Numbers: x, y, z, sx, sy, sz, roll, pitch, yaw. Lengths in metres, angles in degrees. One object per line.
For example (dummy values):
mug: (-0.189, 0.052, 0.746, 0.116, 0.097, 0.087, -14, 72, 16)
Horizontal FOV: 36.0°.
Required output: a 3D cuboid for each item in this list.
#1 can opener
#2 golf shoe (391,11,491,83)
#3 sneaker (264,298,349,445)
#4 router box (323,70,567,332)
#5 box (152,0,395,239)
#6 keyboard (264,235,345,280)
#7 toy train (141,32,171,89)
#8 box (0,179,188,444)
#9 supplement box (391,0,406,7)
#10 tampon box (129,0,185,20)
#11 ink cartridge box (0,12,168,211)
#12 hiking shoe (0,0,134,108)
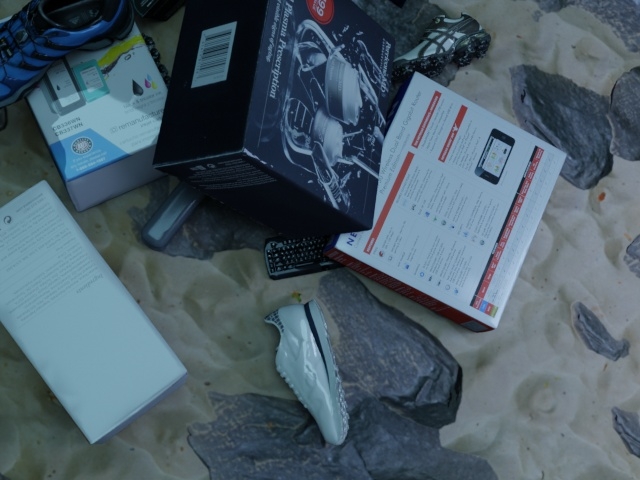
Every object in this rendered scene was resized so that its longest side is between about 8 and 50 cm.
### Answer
can opener: (-0.180, -0.091, 1.599, 0.093, 0.074, 0.280, 41, 76, 1)
golf shoe: (0.195, -0.337, 1.713, 0.198, 0.077, 0.094, -21, 71, -19)
sneaker: (-0.018, 0.215, 1.565, 0.095, 0.090, 0.235, -16, 77, 2)
router box: (0.211, -0.063, 1.632, 0.301, 0.082, 0.335, 28, 76, -8)
box: (-0.055, -0.216, 1.493, 0.312, 0.179, 0.343, 29, 63, -48)
keyboard: (0.000, 0.000, 1.627, 0.192, 0.038, 0.100, -12, 80, -12)
toy train: (-0.271, -0.275, 1.648, 0.036, 0.027, 0.158, -25, 84, -2)
box: (-0.364, 0.115, 1.458, 0.168, 0.215, 0.345, -37, 85, -13)
supplement box: (0.151, -0.469, 1.721, 0.056, 0.083, 0.083, 35, 75, -1)
tampon box: (-0.288, -0.463, 1.624, 0.120, 0.101, 0.161, -41, 87, 16)
ink cartridge box: (-0.352, -0.222, 1.536, 0.198, 0.197, 0.270, -25, 82, -12)
hiking shoe: (-0.405, -0.290, 1.372, 0.304, 0.132, 0.113, -35, 84, -13)
